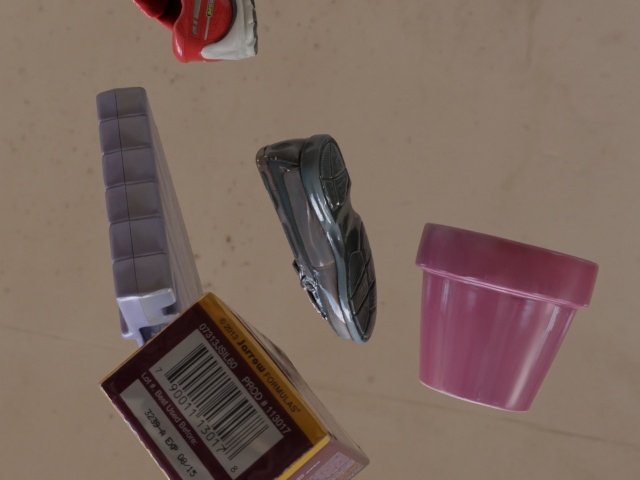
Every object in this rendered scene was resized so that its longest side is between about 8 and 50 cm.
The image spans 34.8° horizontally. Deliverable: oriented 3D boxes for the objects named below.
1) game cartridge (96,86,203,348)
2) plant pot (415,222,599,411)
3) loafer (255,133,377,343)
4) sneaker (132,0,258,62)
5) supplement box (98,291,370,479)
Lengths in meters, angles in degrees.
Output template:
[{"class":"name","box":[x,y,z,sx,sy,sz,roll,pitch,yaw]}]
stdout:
[{"class":"game cartridge","box":[-0.152,0.048,0.987,0.068,0.230,0.355,-14,146,-6]},{"class":"plant pot","box":[0.194,0.088,1.154,0.201,0.180,0.201,14,-178,0]},{"class":"loafer","box":[0.000,0.000,1.135,0.084,0.096,0.268,1,126,24]},{"class":"sneaker","box":[-0.159,-0.301,1.118,0.118,0.279,0.107,-15,144,-16]},{"class":"supplement box","box":[-0.042,0.111,0.606,0.104,0.081,0.188,49,177,18]}]
